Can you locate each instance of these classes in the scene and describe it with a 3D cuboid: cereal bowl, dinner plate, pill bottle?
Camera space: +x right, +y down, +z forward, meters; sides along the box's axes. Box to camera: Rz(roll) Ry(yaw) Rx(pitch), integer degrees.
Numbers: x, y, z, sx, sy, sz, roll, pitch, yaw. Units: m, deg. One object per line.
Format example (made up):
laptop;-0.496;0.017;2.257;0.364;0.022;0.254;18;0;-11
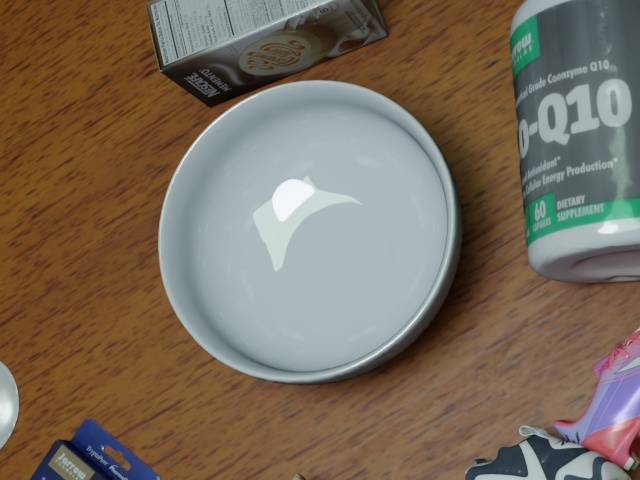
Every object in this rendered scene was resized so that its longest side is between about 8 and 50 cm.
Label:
cereal bowl;0.000;0.000;1.287;0.339;0.141;0.339;-5;75;19
dinner plate;-0.447;0.213;1.466;0.141;0.017;0.141;-4;77;18
pill bottle;0.300;-0.150;1.180;0.204;0.204;0.361;-7;74;18

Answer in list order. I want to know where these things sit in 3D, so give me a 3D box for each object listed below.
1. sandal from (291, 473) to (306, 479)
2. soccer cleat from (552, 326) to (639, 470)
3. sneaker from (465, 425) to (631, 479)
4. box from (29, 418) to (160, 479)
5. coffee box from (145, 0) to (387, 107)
sandal;-0.039;0.293;1.259;0.240;0.088;0.079;0;83;25
soccer cleat;0.335;0.118;1.171;0.095;0.083;0.248;33;93;24
sneaker;0.200;0.295;1.177;0.153;0.094;0.235;36;115;44
box;-0.303;0.337;1.374;0.136;0.036;0.225;34;89;24
coffee box;-0.063;-0.262;1.374;0.247;0.141;0.098;-20;72;16
